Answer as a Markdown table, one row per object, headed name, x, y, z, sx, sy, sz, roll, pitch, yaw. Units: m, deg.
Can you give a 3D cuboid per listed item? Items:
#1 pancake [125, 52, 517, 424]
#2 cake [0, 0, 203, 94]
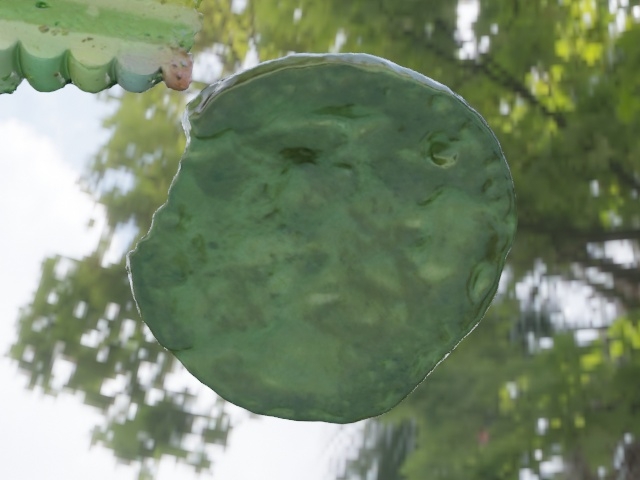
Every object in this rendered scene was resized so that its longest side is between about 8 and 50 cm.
| name | x | y | z | sx | sy | sz | roll | pitch | yaw |
| --- | --- | --- | --- | --- | --- | --- | --- | --- | --- |
| pancake | 0.000 | 0.000 | 1.145 | 0.222 | 0.042 | 0.236 | 1 | -64 | -2 |
| cake | -0.187 | -0.157 | 1.288 | 0.225 | 0.109 | 0.090 | 0 | -26 | 8 |
